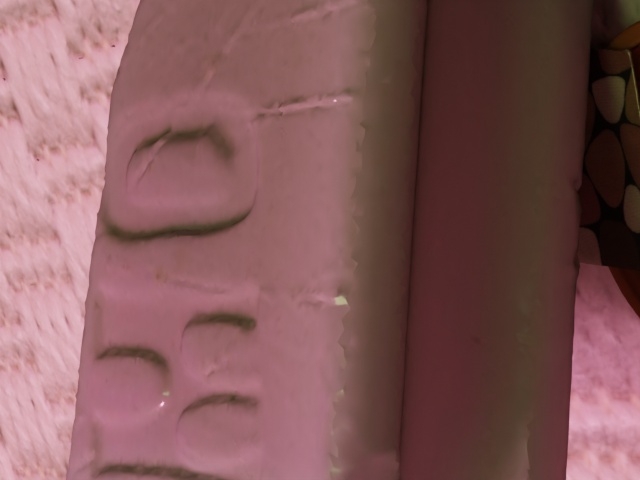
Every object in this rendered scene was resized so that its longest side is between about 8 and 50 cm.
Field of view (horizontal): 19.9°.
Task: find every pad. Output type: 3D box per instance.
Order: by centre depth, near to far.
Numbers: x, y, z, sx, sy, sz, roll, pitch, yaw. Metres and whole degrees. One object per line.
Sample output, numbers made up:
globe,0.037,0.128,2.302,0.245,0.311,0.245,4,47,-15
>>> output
pad,0.153,-0.060,1.299,0.235,0.003,0.158,10,116,56

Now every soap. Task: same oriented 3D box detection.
soap,0.000,0.000,1.257,0.350,0.213,0.435,0,83,54

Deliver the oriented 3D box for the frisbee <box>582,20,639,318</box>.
frisbee,0.251,-0.025,1.177,0.251,0.021,0.251,41,140,47
